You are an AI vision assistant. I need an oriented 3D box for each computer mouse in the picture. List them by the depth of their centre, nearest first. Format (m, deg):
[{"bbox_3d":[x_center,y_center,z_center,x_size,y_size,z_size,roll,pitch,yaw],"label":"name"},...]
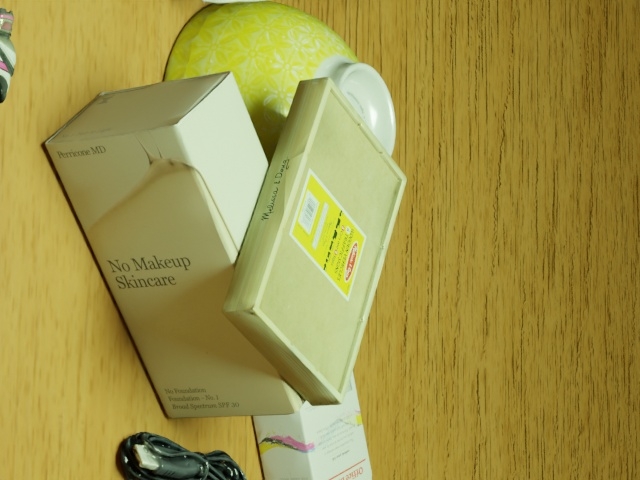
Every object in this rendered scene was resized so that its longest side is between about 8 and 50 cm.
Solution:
[{"bbox_3d":[-0.122,0.324,1.696,0.188,0.072,0.272,27,63,-53],"label":"computer mouse"}]

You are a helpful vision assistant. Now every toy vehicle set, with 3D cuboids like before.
[{"bbox_3d":[0.000,0.000,1.675,0.166,0.035,0.267,51,45,-41],"label":"toy vehicle set"}]

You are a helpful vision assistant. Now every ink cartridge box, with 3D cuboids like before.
[{"bbox_3d":[-0.009,0.212,1.891,0.115,0.067,0.198,-18,99,-56],"label":"ink cartridge box"}]

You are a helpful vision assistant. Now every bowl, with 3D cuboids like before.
[{"bbox_3d":[-0.017,-0.118,1.847,0.289,0.156,0.289,14,74,-55],"label":"bowl"}]

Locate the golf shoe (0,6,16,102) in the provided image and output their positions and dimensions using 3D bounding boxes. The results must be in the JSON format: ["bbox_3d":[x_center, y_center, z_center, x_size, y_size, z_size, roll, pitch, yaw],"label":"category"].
[{"bbox_3d":[-0.316,-0.152,1.471,0.186,0.067,0.086,-5,91,-57],"label":"golf shoe"}]

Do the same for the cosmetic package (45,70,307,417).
[{"bbox_3d":[-0.114,0.010,1.676,0.113,0.160,0.309,-51,126,-48],"label":"cosmetic package"}]

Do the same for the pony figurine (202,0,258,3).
[{"bbox_3d":[0.034,-0.365,1.845,0.363,0.351,0.303,35,58,-73],"label":"pony figurine"}]
